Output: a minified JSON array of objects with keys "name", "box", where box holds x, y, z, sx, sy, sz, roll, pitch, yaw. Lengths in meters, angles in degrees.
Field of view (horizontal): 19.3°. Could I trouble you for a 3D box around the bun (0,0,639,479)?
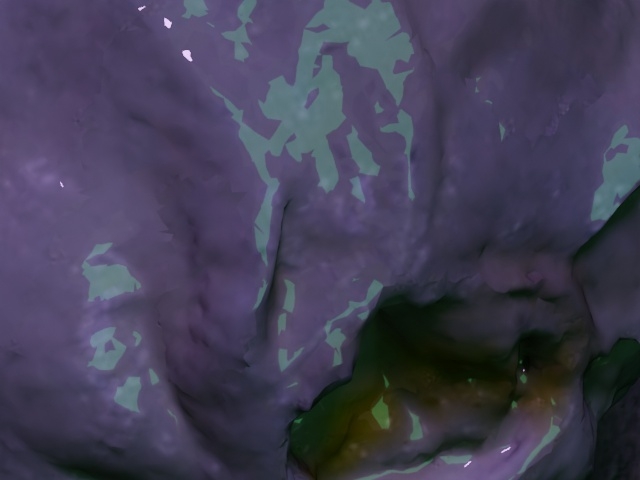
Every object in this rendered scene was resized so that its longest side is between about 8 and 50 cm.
[{"name":"bun","box":[0.000,0.000,0.687,0.362,0.211,0.362,-21,131,-27]}]
